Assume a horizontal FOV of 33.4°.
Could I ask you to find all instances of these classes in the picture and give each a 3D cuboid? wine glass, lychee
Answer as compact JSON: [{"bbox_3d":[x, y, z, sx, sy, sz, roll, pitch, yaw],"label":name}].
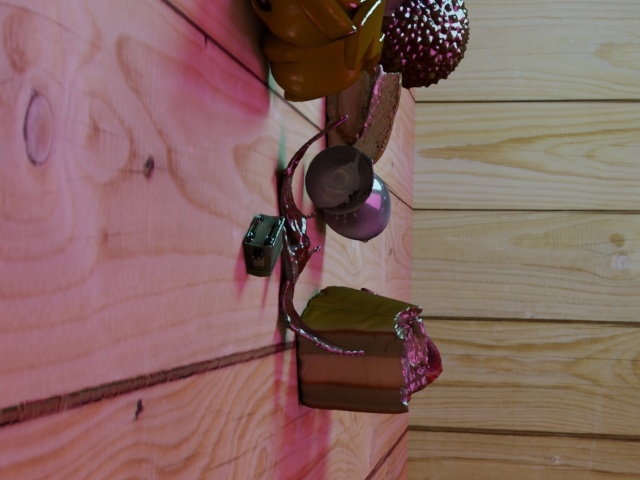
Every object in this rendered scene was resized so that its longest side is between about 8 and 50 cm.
[{"bbox_3d":[0.053,-0.072,1.805,0.241,0.126,0.126,51,42,-72],"label":"wine glass"},{"bbox_3d":[0.169,-0.426,2.146,0.271,0.271,0.271,1,90,-80],"label":"lychee"}]

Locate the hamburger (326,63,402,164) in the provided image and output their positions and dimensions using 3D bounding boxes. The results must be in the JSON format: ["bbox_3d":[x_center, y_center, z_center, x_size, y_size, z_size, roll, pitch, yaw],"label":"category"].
[{"bbox_3d":[0.084,-0.212,1.937,0.155,0.135,0.208,20,72,-76],"label":"hamburger"}]

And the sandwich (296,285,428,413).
[{"bbox_3d":[0.079,0.173,1.761,0.227,0.198,0.155,-60,149,-69],"label":"sandwich"}]

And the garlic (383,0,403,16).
[{"bbox_3d":[0.060,-0.456,1.596,0.237,0.210,0.292,-59,158,-58],"label":"garlic"}]

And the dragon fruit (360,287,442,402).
[{"bbox_3d":[0.126,0.218,1.932,0.262,0.189,0.163,-116,-149,-57],"label":"dragon fruit"}]

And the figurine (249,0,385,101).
[{"bbox_3d":[-0.001,-0.292,1.352,0.327,0.169,0.218,63,25,-70],"label":"figurine"}]

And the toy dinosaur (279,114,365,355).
[{"bbox_3d":[0.001,-0.007,1.563,0.206,0.112,0.327,60,30,-71],"label":"toy dinosaur"}]

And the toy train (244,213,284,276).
[{"bbox_3d":[-0.072,0.005,1.366,0.093,0.038,0.056,-71,166,-61],"label":"toy train"}]
